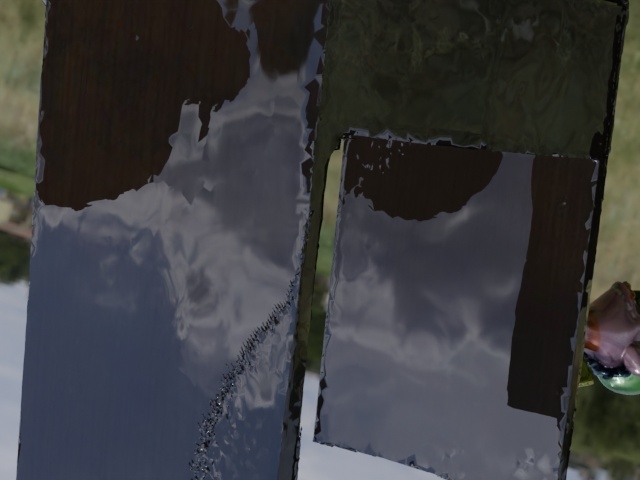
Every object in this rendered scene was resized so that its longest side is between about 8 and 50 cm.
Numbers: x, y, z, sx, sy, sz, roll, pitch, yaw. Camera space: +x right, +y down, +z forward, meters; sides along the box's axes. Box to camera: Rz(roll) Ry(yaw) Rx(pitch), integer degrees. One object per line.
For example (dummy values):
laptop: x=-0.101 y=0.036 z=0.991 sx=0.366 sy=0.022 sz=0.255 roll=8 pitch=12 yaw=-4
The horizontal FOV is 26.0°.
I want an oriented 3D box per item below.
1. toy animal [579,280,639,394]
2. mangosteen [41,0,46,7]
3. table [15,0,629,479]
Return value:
toy animal: x=0.159 y=0.060 z=0.935 sx=0.100 sy=0.103 sz=0.208 roll=33 pitch=-174 yaw=38
mangosteen: x=-0.139 y=-0.284 z=1.203 sx=0.236 sy=0.261 sz=0.235 roll=11 pitch=152 yaw=6
table: x=0.000 y=0.000 z=0.710 sx=0.196 sy=0.282 sz=0.251 roll=10 pitch=-172 yaw=39
